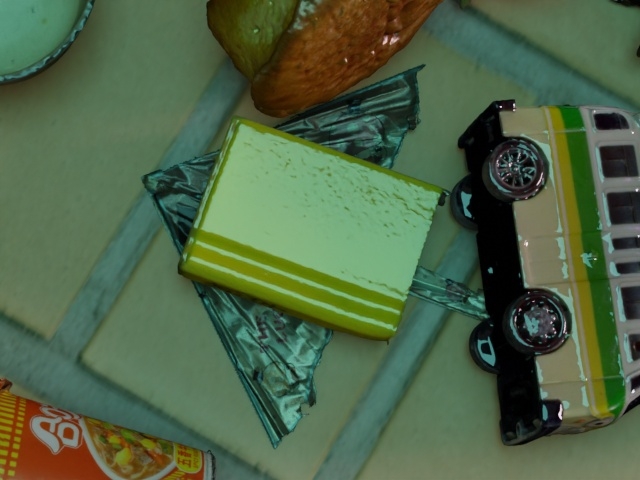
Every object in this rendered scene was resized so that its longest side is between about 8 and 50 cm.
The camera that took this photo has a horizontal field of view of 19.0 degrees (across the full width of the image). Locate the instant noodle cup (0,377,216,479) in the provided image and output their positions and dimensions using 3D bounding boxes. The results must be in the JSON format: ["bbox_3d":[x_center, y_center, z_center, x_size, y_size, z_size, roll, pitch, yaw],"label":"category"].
[{"bbox_3d":[-0.209,0.232,1.711,0.212,0.193,0.193,11,80,-9],"label":"instant noodle cup"}]

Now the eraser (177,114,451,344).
[{"bbox_3d":[-0.011,-0.008,1.794,0.226,0.069,0.158,20,82,1],"label":"eraser"}]

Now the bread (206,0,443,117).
[{"bbox_3d":[0.018,-0.237,1.768,0.268,0.268,0.146,-39,73,-8],"label":"bread"}]

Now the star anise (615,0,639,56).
[{"bbox_3d":[0.355,-0.239,1.876,0.157,0.053,0.212,-11,82,-5],"label":"star anise"}]

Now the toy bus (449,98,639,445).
[{"bbox_3d":[0.233,0.030,1.775,0.179,0.143,0.305,-4,77,-12],"label":"toy bus"}]

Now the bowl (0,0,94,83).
[{"bbox_3d":[-0.312,-0.237,1.813,0.211,0.112,0.211,1,80,-4],"label":"bowl"}]

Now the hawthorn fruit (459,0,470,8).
[{"bbox_3d":[0.202,-0.330,1.828,0.199,0.199,0.251,35,106,4],"label":"hawthorn fruit"}]

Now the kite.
[{"bbox_3d":[0.000,0.000,1.836,0.368,0.014,0.406,20,80,1],"label":"kite"}]
